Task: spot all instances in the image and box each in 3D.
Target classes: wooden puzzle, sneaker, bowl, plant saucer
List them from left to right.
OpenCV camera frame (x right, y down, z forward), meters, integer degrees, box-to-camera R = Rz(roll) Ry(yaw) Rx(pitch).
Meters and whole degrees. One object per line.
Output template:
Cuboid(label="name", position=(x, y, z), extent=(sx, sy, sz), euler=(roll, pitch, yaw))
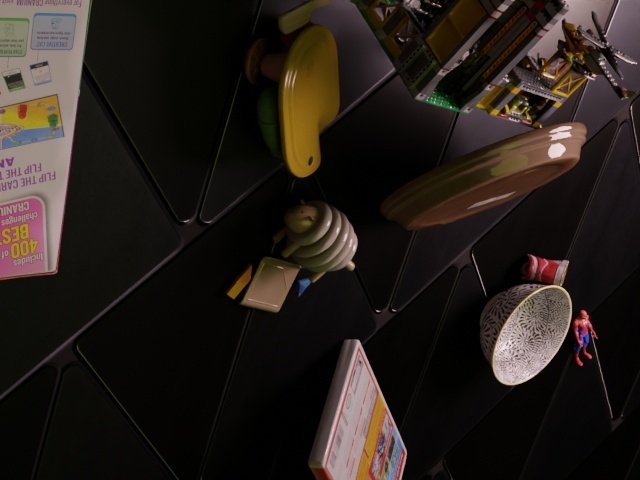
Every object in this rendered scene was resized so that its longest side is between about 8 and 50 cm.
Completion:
Cuboid(label="wooden puzzle", position=(-0.064, 0.054, 1.441), extent=(0.116, 0.014, 0.078), euler=(27, 100, -47))
Cuboid(label="plant saucer", position=(0.209, -0.074, 1.455), extent=(0.278, 0.041, 0.278), euler=(-21, 171, -3))
Cuboid(label="bowl", position=(0.297, 0.129, 1.765), extent=(0.170, 0.080, 0.170), euler=(-22, 127, -32))
Cuboid(label="sneaker", position=(0.347, 0.045, 1.793), extent=(0.118, 0.067, 0.042), euler=(-7, 111, -76))

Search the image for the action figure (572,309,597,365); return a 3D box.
Cuboid(label="action figure", position=(0.447, 0.162, 1.962), extent=(0.038, 0.030, 0.115), euler=(-29, 130, -20))

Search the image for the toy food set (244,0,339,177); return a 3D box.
Cuboid(label="toy food set", position=(-0.037, -0.177, 1.289), extent=(0.128, 0.071, 0.218), euler=(-48, 145, -45))

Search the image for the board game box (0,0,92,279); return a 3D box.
Cuboid(label="board game box", position=(-0.343, -0.109, 1.047), extent=(0.242, 0.064, 0.316), euler=(-6, 119, -40))

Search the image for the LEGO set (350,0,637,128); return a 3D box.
Cuboid(label="LEGO set", position=(0.198, -0.271, 1.286), extent=(0.331, 0.255, 0.192), euler=(16, 130, -39))

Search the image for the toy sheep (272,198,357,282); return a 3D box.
Cuboid(label="toy sheep", position=(0.000, 0.000, 1.413), extent=(0.091, 0.091, 0.132), euler=(-51, 133, -5))

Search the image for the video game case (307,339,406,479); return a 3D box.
Cuboid(label="video game case", position=(0.058, 0.304, 1.617), extent=(0.285, 0.025, 0.204), euler=(67, 31, -43))
